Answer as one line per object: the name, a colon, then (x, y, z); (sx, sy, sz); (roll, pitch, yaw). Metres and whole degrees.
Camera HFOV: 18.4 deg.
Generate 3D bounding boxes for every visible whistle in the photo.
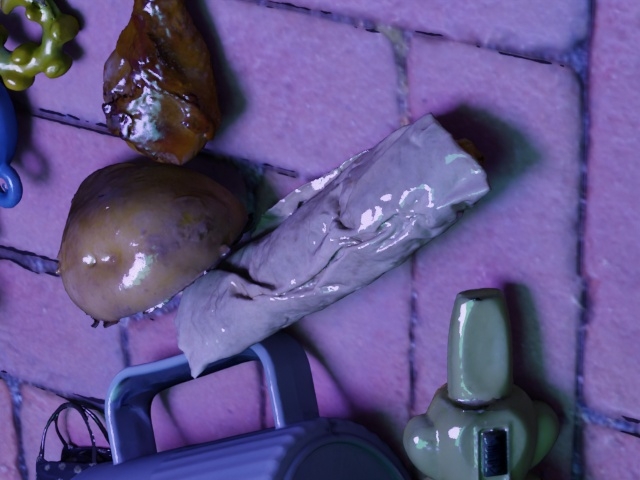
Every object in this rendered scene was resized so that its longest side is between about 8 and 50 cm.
whistle: (0.139, 0.181, 1.749); (0.141, 0.141, 0.294); (2, 100, 34)

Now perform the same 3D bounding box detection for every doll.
doll: (-0.393, -0.168, 1.893); (0.341, 0.099, 0.346); (48, 131, -3)

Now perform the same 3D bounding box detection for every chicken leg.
chicken leg: (-0.140, -0.185, 1.724); (0.107, 0.087, 0.251); (5, 116, 9)

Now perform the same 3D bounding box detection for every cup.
cup: (-0.074, 0.283, 1.895); (0.311, 0.331, 0.257); (-18, 140, 39)

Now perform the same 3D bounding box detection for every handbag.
handbag: (-0.249, 0.235, 2.084); (0.115, 0.072, 0.139); (3, 107, 36)

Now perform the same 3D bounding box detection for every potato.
potato: (-0.188, 0.003, 1.803); (0.243, 0.138, 0.098); (-14, 123, 47)

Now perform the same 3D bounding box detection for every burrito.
burrito: (0.000, 0.000, 1.725); (0.392, 0.076, 0.117); (-34, 56, 40)

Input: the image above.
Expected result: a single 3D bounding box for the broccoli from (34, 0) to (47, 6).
broccoli: (-0.240, -0.264, 1.753); (0.092, 0.097, 0.095); (15, 168, -25)
